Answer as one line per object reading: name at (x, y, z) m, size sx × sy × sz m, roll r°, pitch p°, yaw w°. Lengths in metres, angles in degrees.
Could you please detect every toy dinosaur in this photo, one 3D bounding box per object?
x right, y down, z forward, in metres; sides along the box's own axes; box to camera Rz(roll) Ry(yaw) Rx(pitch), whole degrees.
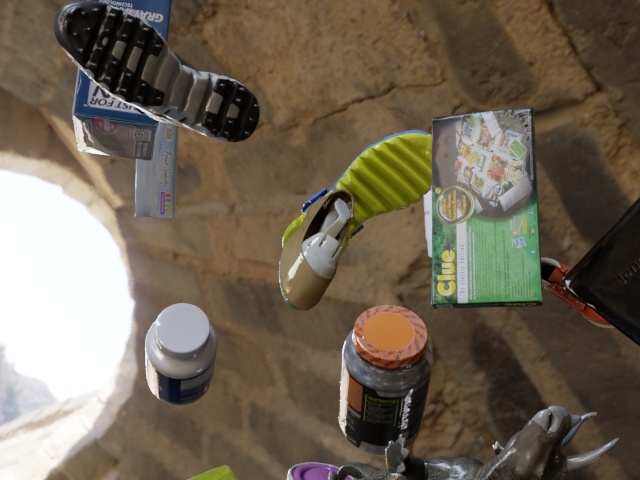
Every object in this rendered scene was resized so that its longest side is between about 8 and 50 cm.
toy dinosaur at (0.106, 0.241, 0.718) m, size 0.160 × 0.121 × 0.313 m, roll 13°, pitch -32°, yaw -21°

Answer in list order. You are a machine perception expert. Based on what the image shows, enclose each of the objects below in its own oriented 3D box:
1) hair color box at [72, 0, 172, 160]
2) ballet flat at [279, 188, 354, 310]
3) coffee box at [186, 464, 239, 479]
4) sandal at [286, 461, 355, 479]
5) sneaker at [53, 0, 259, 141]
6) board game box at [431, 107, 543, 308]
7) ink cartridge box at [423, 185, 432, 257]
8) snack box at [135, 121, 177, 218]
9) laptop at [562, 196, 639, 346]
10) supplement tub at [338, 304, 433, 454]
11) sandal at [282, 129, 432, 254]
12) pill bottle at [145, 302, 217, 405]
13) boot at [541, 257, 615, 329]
hair color box at (-0.250, -0.297, 1.034) m, size 0.105 × 0.347 × 0.174 m, roll 6°, pitch -10°, yaw -13°
ballet flat at (0.000, 0.000, 1.077) m, size 0.080 × 0.232 × 0.073 m, roll 38°, pitch -56°, yaw -16°
coffee box at (-0.225, 0.608, 1.229) m, size 0.337 × 0.334 × 0.338 m, roll 48°, pitch 9°, yaw 17°
sandal at (0.062, 0.445, 1.308) m, size 0.416 × 0.169 × 0.102 m, roll 15°, pitch -77°, yaw 55°
sneaker at (-0.176, -0.165, 0.800) m, size 0.106 × 0.078 × 0.234 m, roll 15°, pitch -6°, yaw 46°
board game box at (0.210, -0.042, 1.009) m, size 0.136 × 0.259 × 0.030 m, roll -2°, pitch -18°, yaw 15°
ink cartridge box at (0.274, -0.043, 1.590) m, size 0.115 × 0.198 × 0.067 m, roll -12°, pitch -37°, yaw 21°
snack box at (-0.282, -0.153, 1.367) m, size 0.207 × 0.070 × 0.174 m, roll -110°, pitch -155°, yaw -66°
laptop at (0.546, 0.104, 0.930) m, size 0.236 × 0.382 × 0.408 m, roll 22°, pitch -32°, yaw 53°
supplement tub at (0.139, 0.300, 1.700) m, size 0.194 × 0.193 × 0.316 m, roll 33°, pitch -40°, yaw 29°
sandal at (0.067, -0.081, 1.350) m, size 0.126 × 0.317 × 0.138 m, roll 53°, pitch 12°, yaw -13°
pill bottle at (-0.187, 0.151, 1.059) m, size 0.094 × 0.094 × 0.169 m, roll 41°, pitch -30°, yaw 14°
boot at (0.355, 0.070, 1.082) m, size 0.085 × 0.059 × 0.158 m, roll 26°, pitch 4°, yaw -39°
